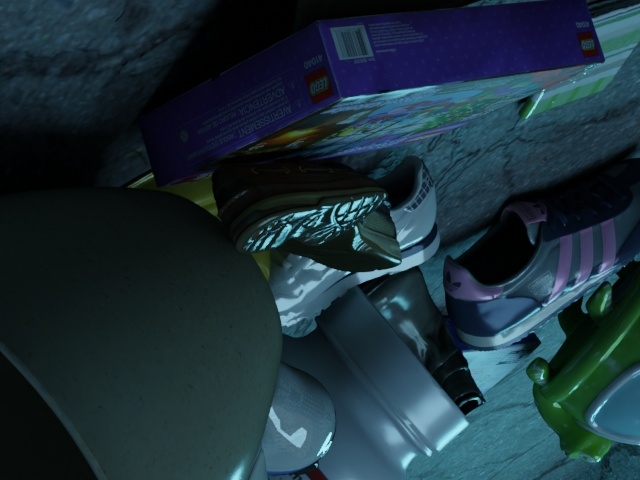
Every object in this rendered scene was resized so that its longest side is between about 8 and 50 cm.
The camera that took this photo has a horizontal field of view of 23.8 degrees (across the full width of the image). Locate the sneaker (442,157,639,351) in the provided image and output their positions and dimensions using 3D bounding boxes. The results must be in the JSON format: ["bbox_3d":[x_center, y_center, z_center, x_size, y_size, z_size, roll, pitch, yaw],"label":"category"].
[{"bbox_3d":[0.271,-0.011,1.717,0.319,0.112,0.131,-40,135,-15],"label":"sneaker"}]

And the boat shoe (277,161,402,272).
[{"bbox_3d":[0.004,-0.028,1.246,0.080,0.073,0.223,-12,162,22],"label":"boat shoe"}]

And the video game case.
[{"bbox_3d":[0.137,0.195,2.018,0.244,0.061,0.269,-46,157,24],"label":"video game case"}]

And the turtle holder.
[{"bbox_3d":[0.415,0.180,2.066,0.320,0.227,0.243,-53,177,12],"label":"turtle holder"}]

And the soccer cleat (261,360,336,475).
[{"bbox_3d":[-0.150,0.142,1.299,0.331,0.116,0.143,-7,150,22],"label":"soccer cleat"}]

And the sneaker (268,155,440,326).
[{"bbox_3d":[0.000,0.000,1.381,0.235,0.090,0.095,-28,140,-18],"label":"sneaker"}]

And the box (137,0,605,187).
[{"bbox_3d":[0.042,-0.110,1.110,0.293,0.057,0.201,-13,175,-44],"label":"box"}]

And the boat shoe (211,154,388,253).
[{"bbox_3d":[-0.012,-0.034,1.086,0.064,0.060,0.178,-42,162,29],"label":"boat shoe"}]

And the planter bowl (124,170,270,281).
[{"bbox_3d":[-0.109,0.027,1.240,0.217,0.090,0.217,-29,158,-13],"label":"planter bowl"}]

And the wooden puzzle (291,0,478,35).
[{"bbox_3d":[0.083,-0.197,1.018,0.221,0.044,0.239,-21,173,-10],"label":"wooden puzzle"}]

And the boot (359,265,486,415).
[{"bbox_3d":[0.123,0.118,1.684,0.083,0.161,0.246,-36,159,4],"label":"boot"}]

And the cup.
[{"bbox_3d":[-0.164,0.093,1.045,0.237,0.331,0.331,-40,167,-39],"label":"cup"}]

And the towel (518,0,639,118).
[{"bbox_3d":[0.254,-0.179,1.437,0.113,0.023,0.152,-20,157,-29],"label":"towel"}]

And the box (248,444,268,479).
[{"bbox_3d":[-0.185,0.197,1.204,0.094,0.275,0.113,85,23,-48],"label":"box"}]

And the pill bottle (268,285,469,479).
[{"bbox_3d":[-0.069,0.235,1.438,0.407,0.229,0.229,-40,159,0],"label":"pill bottle"}]
